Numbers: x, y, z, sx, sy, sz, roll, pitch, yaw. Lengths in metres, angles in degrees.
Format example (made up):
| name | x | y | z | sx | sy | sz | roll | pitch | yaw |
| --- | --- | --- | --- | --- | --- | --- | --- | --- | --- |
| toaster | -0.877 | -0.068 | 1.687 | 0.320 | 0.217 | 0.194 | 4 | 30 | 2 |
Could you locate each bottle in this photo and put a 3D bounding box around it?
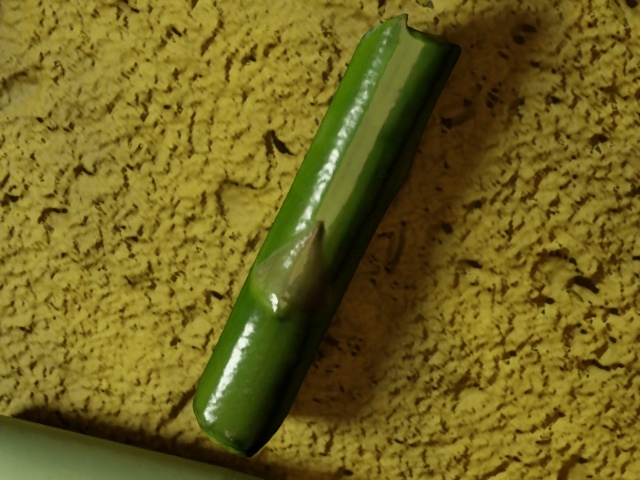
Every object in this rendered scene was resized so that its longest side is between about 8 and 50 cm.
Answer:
| name | x | y | z | sx | sy | sz | roll | pitch | yaw |
| --- | --- | --- | --- | --- | --- | --- | --- | --- | --- |
| bottle | -0.126 | 0.164 | 0.753 | 0.202 | 0.072 | 0.072 | 13 | 109 | 6 |

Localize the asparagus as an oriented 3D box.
| name | x | y | z | sx | sy | sz | roll | pitch | yaw |
| --- | --- | --- | --- | --- | --- | --- | --- | --- | --- |
| asparagus | -0.002 | -0.001 | 0.687 | 0.060 | 0.067 | 0.277 | 35 | 108 | 27 |
